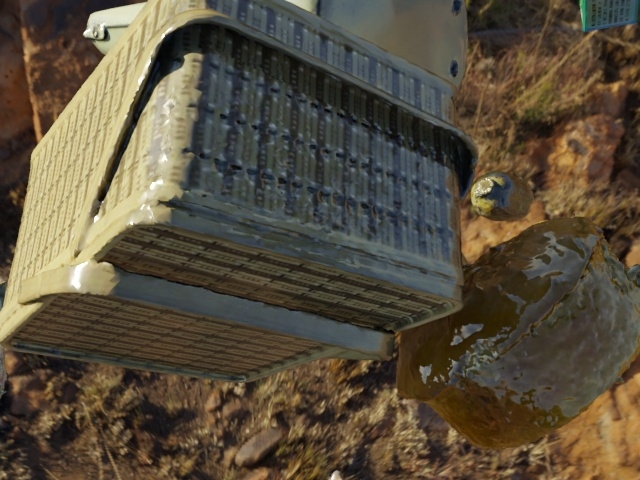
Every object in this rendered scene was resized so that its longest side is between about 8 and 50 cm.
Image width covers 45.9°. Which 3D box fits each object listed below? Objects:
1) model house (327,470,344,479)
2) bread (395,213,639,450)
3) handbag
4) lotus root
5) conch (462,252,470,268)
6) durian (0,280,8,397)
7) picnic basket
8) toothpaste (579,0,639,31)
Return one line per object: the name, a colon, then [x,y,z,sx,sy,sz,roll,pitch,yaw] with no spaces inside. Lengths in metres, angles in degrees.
model house: [0.016,0.349,0.754,0.172,0.166,0.183,-1,27,25]
bread: [0.160,0.092,0.634,0.143,0.229,0.139,42,40,-4]
handbag: [-0.052,-0.176,0.643,0.315,0.241,0.109,14,104,40]
lotus root: [0.328,-0.078,1.368,0.081,0.179,0.089,23,98,39]
conch: [0.127,-0.053,1.075,0.330,0.109,0.093,37,49,-18]
durian: [-0.579,0.158,1.096,0.196,0.305,0.185,-23,71,-41]
picnic basket: [-0.071,-0.006,0.525,0.228,0.313,0.175,17,63,-32]
toothpaste: [0.313,-0.335,0.814,0.065,0.266,0.050,-8,61,15]
